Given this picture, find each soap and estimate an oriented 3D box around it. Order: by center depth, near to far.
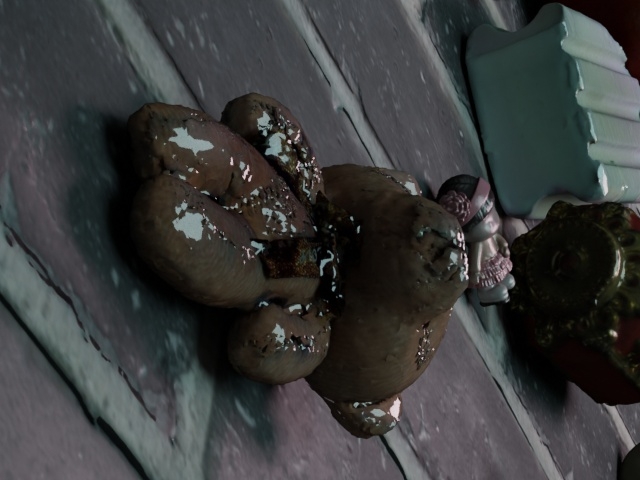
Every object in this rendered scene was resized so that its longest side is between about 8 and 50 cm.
[{"bbox_3d":[0.267,-0.132,2.062,0.347,0.115,0.208,-3,80,-70],"label":"soap"}]

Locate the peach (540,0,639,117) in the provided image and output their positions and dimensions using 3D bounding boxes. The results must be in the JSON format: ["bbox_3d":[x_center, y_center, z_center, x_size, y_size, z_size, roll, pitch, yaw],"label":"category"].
[{"bbox_3d":[0.383,-0.272,2.279,0.201,0.257,0.362,0,87,-72],"label":"peach"}]

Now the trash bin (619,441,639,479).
[{"bbox_3d":[0.465,0.364,2.131,0.220,0.219,0.250,-81,156,-53],"label":"trash bin"}]

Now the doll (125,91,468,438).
[{"bbox_3d":[0.000,0.000,1.209,0.303,0.156,0.201,32,53,-56],"label":"doll"}]

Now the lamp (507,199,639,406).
[{"bbox_3d":[0.292,0.066,1.915,0.274,0.177,0.177,38,41,-55],"label":"lamp"}]

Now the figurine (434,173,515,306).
[{"bbox_3d":[0.135,0.001,1.720,0.072,0.054,0.129,-54,135,-47],"label":"figurine"}]
